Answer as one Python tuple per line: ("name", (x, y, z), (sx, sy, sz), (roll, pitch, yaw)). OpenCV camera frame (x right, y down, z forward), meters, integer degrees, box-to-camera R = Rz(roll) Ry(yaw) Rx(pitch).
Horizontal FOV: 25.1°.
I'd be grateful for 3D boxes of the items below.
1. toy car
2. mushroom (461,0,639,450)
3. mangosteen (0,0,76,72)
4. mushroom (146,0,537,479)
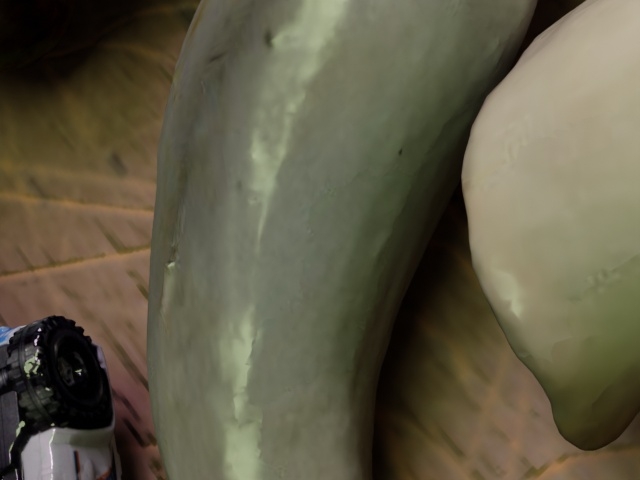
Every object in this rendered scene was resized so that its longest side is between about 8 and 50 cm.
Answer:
("toy car", (-0.094, 0.112, 0.457), (0.080, 0.070, 0.170), (-23, 60, 19))
("mushroom", (0.165, -0.060, 0.292), (0.336, 0.314, 0.314), (-25, 59, 41))
("mangosteen", (-0.147, -0.150, 0.535), (0.230, 0.194, 0.194), (31, 86, 7))
("mushroom", (0.000, 0.000, 0.443), (0.118, 0.103, 0.270), (8, 85, 38))
